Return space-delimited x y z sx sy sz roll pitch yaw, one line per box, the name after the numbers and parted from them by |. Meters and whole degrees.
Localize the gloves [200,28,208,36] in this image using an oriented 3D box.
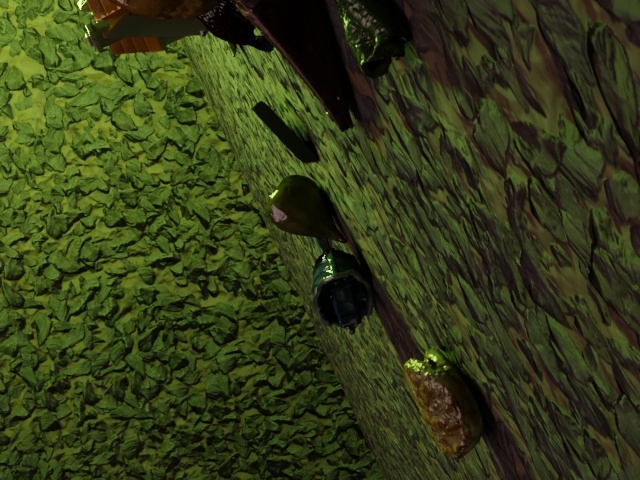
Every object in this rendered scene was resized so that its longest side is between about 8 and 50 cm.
-0.273 -0.549 2.200 0.127 0.111 0.212 -27 86 59 | gloves

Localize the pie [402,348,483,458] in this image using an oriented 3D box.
0.206 0.267 1.657 0.179 0.084 0.205 61 171 14 | pie

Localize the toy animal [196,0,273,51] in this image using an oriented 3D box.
-0.169 -0.383 1.724 0.218 0.179 0.116 -145 55 -75 | toy animal

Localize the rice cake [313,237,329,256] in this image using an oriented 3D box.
0.000 0.000 2.451 0.042 0.030 0.180 53 169 42 | rice cake

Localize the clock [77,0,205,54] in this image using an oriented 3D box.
-0.319 -0.478 1.930 0.235 0.309 0.166 55 170 50 | clock

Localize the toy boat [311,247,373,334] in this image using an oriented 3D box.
0.048 0.128 2.127 0.309 0.129 0.142 74 -178 -62 | toy boat

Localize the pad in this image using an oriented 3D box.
-0.111 -0.297 2.090 0.323 0.055 0.250 65 173 -8 | pad

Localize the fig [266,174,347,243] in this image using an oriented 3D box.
-0.021 -0.071 2.157 0.133 0.185 0.126 -13 -65 -83 | fig

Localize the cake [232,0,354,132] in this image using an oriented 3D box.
-0.035 -0.277 1.434 0.295 0.113 0.116 62 178 -38 | cake

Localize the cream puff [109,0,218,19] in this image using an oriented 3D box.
-0.248 -0.468 1.376 0.343 0.231 0.327 36 169 12 | cream puff

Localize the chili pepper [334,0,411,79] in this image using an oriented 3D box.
-0.013 -0.338 1.133 0.359 0.076 0.085 57 152 18 | chili pepper

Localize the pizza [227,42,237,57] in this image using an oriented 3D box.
-0.202 -0.456 2.319 0.083 0.025 0.078 63 -176 -74 | pizza
